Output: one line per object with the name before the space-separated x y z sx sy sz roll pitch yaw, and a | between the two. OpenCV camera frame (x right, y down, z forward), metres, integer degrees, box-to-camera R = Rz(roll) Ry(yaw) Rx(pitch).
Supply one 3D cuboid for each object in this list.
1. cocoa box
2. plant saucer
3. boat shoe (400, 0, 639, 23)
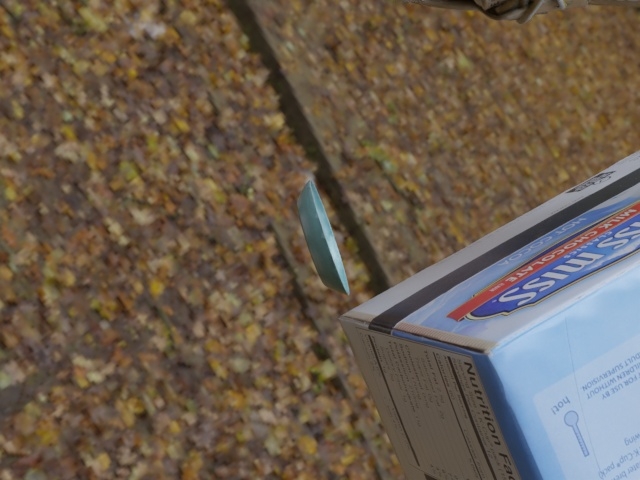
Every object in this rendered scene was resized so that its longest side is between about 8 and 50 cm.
cocoa box | 0.235 0.083 0.757 0.231 0.347 0.228 66 -18 -9
plant saucer | 0.000 0.000 1.088 0.119 0.021 0.119 -19 90 -85
boat shoe | 0.121 -0.176 0.679 0.098 0.302 0.109 -64 154 -28
